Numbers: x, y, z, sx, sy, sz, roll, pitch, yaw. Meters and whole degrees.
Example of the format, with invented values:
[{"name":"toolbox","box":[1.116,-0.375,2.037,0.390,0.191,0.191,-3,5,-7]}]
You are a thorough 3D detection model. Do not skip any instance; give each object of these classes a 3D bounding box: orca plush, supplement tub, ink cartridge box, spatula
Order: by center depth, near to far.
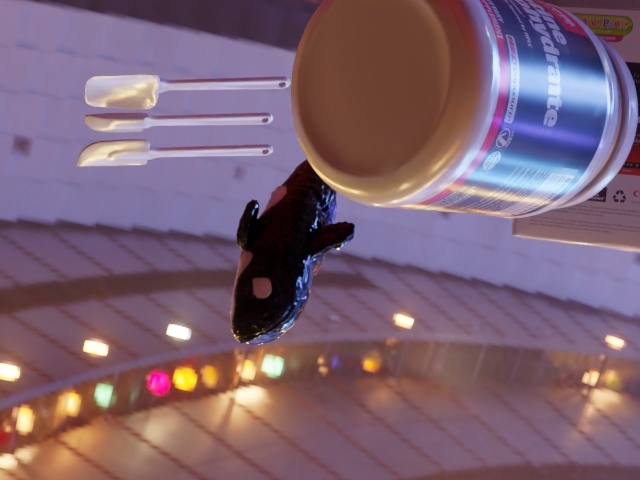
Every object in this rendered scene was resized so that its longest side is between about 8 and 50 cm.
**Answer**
[{"name":"supplement tub","box":[0.126,-0.116,1.018,0.191,0.191,0.272,30,-162,38]},{"name":"ink cartridge box","box":[0.371,-0.118,1.254,0.309,0.272,0.130,7,180,16]},{"name":"orca plush","box":[0.000,0.000,1.326,0.102,0.151,0.287,0,-151,26]},{"name":"spatula","box":[-0.159,-0.142,1.439,0.242,0.168,0.019,-3,-127,-18]}]
